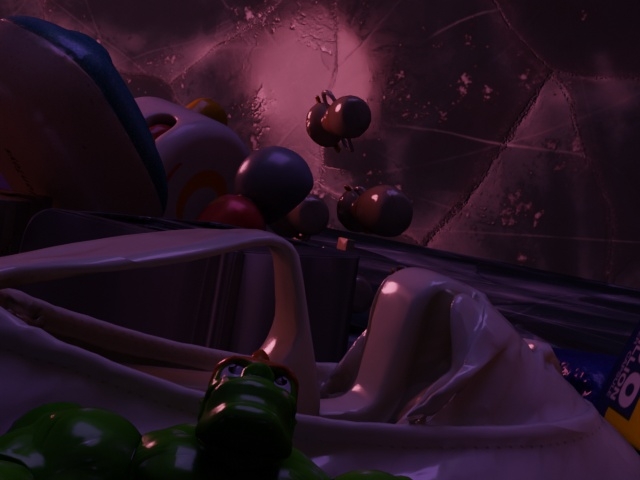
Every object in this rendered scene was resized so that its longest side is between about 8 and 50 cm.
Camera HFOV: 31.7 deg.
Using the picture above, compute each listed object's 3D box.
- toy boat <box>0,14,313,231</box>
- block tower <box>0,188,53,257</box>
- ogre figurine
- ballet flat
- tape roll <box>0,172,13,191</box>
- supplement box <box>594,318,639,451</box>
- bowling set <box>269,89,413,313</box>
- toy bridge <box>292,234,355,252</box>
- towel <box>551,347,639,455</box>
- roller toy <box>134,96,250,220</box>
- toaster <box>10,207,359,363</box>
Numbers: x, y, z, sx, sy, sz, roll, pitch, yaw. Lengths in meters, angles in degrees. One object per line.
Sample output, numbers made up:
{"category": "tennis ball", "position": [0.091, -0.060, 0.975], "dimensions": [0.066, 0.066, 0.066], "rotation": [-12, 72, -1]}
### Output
{"category": "toy boat", "position": [-0.162, -0.070, 0.997], "dimensions": [0.318, 0.148, 0.267], "rotation": [28, -29, 28]}
{"category": "block tower", "position": [-0.335, 0.002, 0.834], "dimensions": [0.091, 0.097, 0.335], "rotation": [12, 6, 20]}
{"category": "ogre figurine", "position": [-0.034, 0.093, 0.308], "dimensions": [0.197, 0.097, 0.118], "rotation": [-5, 21, 4]}
{"category": "ballet flat", "position": [0.001, 0.066, 0.470], "dimensions": [0.400, 0.139, 0.139], "rotation": [9, 4, -27]}
{"category": "tape roll", "position": [-0.393, -0.103, 1.443], "dimensions": [0.274, 0.090, 0.275], "rotation": [-15, 10, 3]}
{"category": "supplement box", "position": [0.283, 0.064, 0.455], "dimensions": [0.195, 0.194, 0.356], "rotation": [25, 2, -5]}
{"category": "bowling set", "position": [0.000, 0.000, 1.194], "dimensions": [0.200, 0.287, 0.154], "rotation": [-26, 8, -16]}
{"category": "toy bridge", "position": [-0.033, 0.016, 1.630], "dimensions": [0.188, 0.063, 0.026], "rotation": [9, 3, -38]}
{"category": "towel", "position": [0.264, 0.127, 0.770], "dimensions": [0.308, 0.076, 0.227], "rotation": [9, -3, -14]}
{"category": "roller toy", "position": [-0.186, -0.064, 1.294], "dimensions": [0.146, 0.209, 0.191], "rotation": [26, 15, 37]}
{"category": "toaster", "position": [-0.076, 0.047, 0.690], "dimensions": [0.185, 0.110, 0.168], "rotation": [13, 5, 31]}
